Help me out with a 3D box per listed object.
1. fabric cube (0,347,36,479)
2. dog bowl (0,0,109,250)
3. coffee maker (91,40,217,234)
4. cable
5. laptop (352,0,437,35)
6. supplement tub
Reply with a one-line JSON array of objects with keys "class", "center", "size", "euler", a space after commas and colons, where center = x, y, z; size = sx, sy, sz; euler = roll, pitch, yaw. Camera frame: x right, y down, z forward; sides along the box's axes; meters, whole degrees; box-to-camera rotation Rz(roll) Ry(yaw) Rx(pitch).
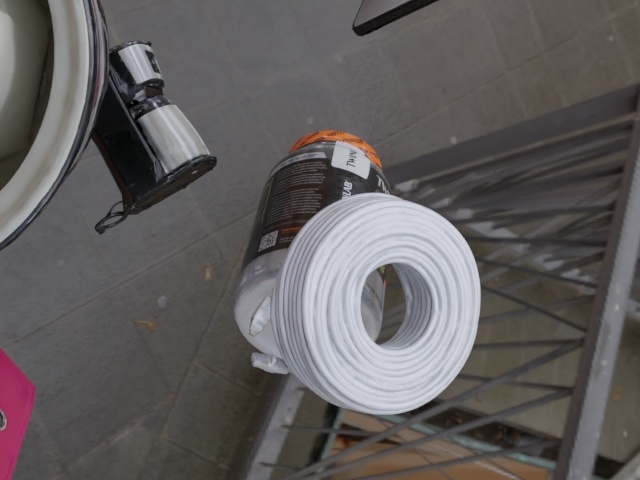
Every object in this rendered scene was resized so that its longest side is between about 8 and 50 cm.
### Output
[{"class": "fabric cube", "center": [-0.604, 0.247, 1.076], "size": [0.254, 0.259, 0.258], "euler": [-100, 167, -57]}, {"class": "dog bowl", "center": [-0.377, -0.170, 0.678], "size": [0.150, 0.408, 0.407], "euler": [-76, 142, -78]}, {"class": "coffee maker", "center": [-0.242, -0.131, 0.937], "size": [0.171, 0.120, 0.178], "euler": [-31, 89, -19]}, {"class": "cable", "center": [0.069, 0.071, 0.887], "size": [0.257, 0.089, 0.257], "euler": [28, 77, -25]}, {"class": "laptop", "center": [0.132, -0.425, 0.549], "size": [0.236, 0.382, 0.407], "euler": [33, 68, -28]}, {"class": "supplement tub", "center": [0.000, 0.000, 1.135], "size": [0.207, 0.207, 0.338], "euler": [40, 39, -27]}]
